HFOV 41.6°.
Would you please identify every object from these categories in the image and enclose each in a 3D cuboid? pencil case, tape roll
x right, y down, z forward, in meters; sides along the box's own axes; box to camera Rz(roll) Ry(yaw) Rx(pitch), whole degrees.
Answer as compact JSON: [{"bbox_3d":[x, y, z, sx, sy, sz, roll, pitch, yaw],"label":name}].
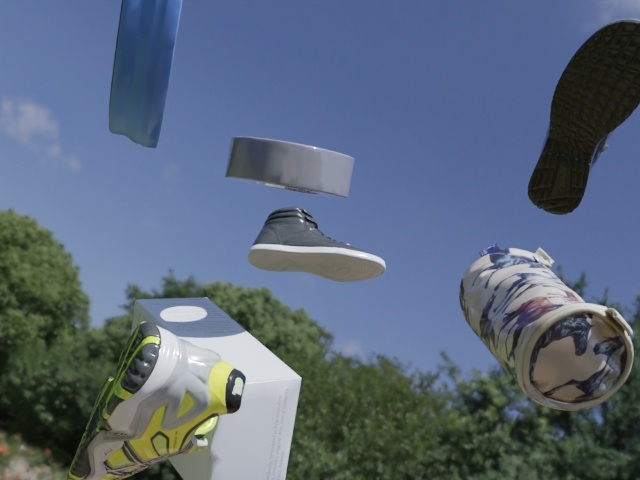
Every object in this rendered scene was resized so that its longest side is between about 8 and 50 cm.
[{"bbox_3d":[0.337,0.120,1.308,0.160,0.183,0.410,34,8,-10],"label":"pencil case"},{"bbox_3d":[-0.054,-0.125,1.464,0.219,0.072,0.219,10,1,0],"label":"tape roll"}]

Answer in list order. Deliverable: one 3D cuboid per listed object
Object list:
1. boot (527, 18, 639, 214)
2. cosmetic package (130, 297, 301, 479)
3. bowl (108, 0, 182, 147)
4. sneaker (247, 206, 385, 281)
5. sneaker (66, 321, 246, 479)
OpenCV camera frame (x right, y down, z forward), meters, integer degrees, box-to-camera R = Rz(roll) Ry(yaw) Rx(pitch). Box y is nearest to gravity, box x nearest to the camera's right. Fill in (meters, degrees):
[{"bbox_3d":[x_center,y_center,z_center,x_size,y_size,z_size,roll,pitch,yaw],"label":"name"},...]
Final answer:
[{"bbox_3d":[0.304,-0.161,0.952,0.083,0.161,0.246,23,-49,9],"label":"boot"},{"bbox_3d":[-0.202,0.260,1.467,0.156,0.217,0.385,0,19,-34],"label":"cosmetic package"},{"bbox_3d":[-0.246,-0.334,1.228,0.077,0.391,0.391,9,-16,-13],"label":"bowl"},{"bbox_3d":[0.000,0.000,1.832,0.295,0.147,0.105,7,-39,5],"label":"sneaker"},{"bbox_3d":[-0.219,0.241,1.075,0.147,0.145,0.385,22,-34,-15],"label":"sneaker"}]
